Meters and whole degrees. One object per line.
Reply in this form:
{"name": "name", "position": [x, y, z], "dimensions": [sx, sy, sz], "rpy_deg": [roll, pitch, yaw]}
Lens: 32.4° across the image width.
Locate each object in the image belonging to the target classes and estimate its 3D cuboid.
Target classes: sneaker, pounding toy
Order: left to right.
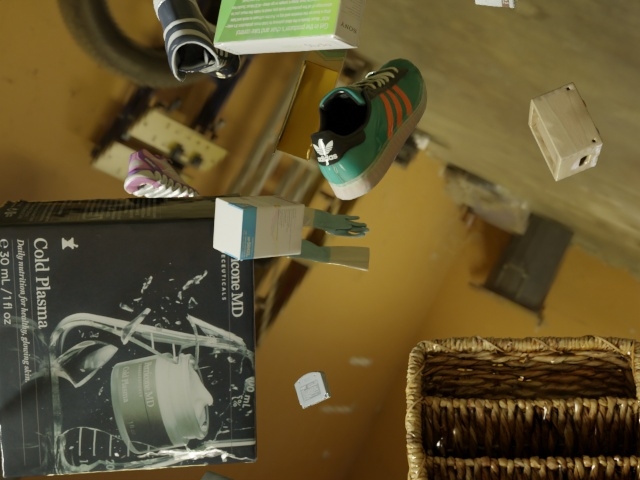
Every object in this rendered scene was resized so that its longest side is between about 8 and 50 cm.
{"name": "sneaker", "position": [-0.353, -0.138, 2.486], "dimensions": [0.236, 0.095, 0.104], "rpy_deg": [30, -138, -55]}
{"name": "sneaker", "position": [-0.222, -0.349, 2.099], "dimensions": [0.282, 0.099, 0.153], "rpy_deg": [45, -158, -59]}
{"name": "sneaker", "position": [0.073, -0.200, 1.639], "dimensions": [0.108, 0.302, 0.121], "rpy_deg": [-10, 127, 33]}
{"name": "pounding toy", "position": [0.396, -0.180, 1.752], "dimensions": [0.141, 0.100, 0.130], "rpy_deg": [61, -173, -73]}

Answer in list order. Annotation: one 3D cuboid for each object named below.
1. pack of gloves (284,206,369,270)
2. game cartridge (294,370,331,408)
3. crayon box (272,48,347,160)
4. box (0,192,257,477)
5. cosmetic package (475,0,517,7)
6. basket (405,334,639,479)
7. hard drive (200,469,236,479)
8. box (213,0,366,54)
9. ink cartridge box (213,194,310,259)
{"name": "pack of gloves", "position": [0.000, 0.000, 2.597], "dimensions": [0.232, 0.046, 0.195], "rpy_deg": [11, -141, -4]}
{"name": "game cartridge", "position": [-0.014, 0.268, 1.994], "dimensions": [0.017, 0.056, 0.083], "rpy_deg": [-10, 166, -41]}
{"name": "crayon box", "position": [-0.020, -0.295, 2.318], "dimensions": [0.081, 0.202, 0.318], "rpy_deg": [20, -159, -2]}
{"name": "box", "position": [-0.368, 0.168, 2.105], "dimensions": [0.472, 0.479, 0.297], "rpy_deg": [-3, -169, -9]}
{"name": "cosmetic package", "position": [0.357, -0.555, 2.069], "dimensions": [0.086, 0.231, 0.117], "rpy_deg": [12, 142, 24]}
{"name": "basket", "position": [0.252, 0.260, 1.333], "dimensions": [0.299, 0.223, 0.213], "rpy_deg": [1, -152, 5]}
{"name": "hard drive", "position": [-0.207, 0.535, 2.280], "dimensions": [0.135, 0.094, 0.022], "rpy_deg": [10, 139, 36]}
{"name": "box", "position": [-0.023, -0.414, 1.486], "dimensions": [0.232, 0.321, 0.058], "rpy_deg": [7, 173, 43]}
{"name": "ink cartridge box", "position": [-0.097, -0.024, 1.878], "dimensions": [0.143, 0.089, 0.092], "rpy_deg": [-4, -164, -34]}
